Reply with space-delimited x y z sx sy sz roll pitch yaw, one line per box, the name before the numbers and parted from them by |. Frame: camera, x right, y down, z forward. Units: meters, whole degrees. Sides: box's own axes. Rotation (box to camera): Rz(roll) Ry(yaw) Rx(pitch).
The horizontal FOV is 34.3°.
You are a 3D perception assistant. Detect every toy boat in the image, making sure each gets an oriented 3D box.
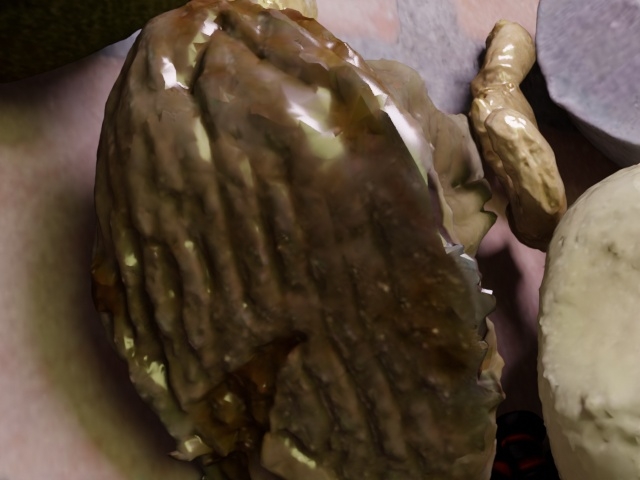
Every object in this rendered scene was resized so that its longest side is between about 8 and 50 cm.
toy boat | 0.295 -0.114 0.924 0.293 0.111 0.276 23 31 -56

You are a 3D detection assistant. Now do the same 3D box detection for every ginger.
ginger | 0.158 -0.086 0.839 0.258 0.065 0.149 -84 157 -58

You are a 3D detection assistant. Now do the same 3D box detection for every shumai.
shumai | 0.000 -0.001 0.680 0.346 0.217 0.283 60 16 -13

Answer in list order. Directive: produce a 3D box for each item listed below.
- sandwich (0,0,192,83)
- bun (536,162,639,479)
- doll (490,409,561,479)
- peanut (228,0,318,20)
sandwich | -0.176 -0.238 0.661 0.301 0.250 0.162 65 7 20
bun | 0.296 0.107 0.693 0.352 0.227 0.349 16 63 -58
doll | 0.144 0.237 0.682 0.127 0.088 0.248 12 49 -6
peanut | -0.038 -0.193 0.775 0.080 0.080 0.174 21 55 -24
